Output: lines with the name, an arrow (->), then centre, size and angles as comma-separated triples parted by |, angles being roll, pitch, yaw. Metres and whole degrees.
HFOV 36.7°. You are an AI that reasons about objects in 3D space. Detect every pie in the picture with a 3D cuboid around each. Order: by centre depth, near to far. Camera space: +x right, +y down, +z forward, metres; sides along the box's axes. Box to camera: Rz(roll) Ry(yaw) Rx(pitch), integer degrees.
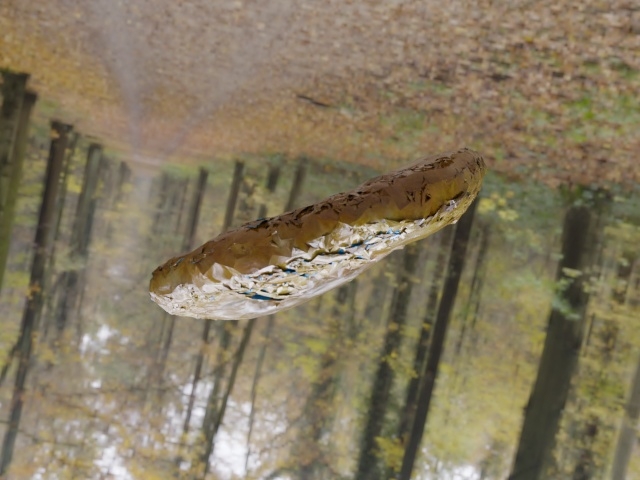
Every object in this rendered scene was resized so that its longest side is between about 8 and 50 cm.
pie -> 0.001, 0.001, 0.732 | 0.273, 0.069, 0.273 | -26, 175, -2
